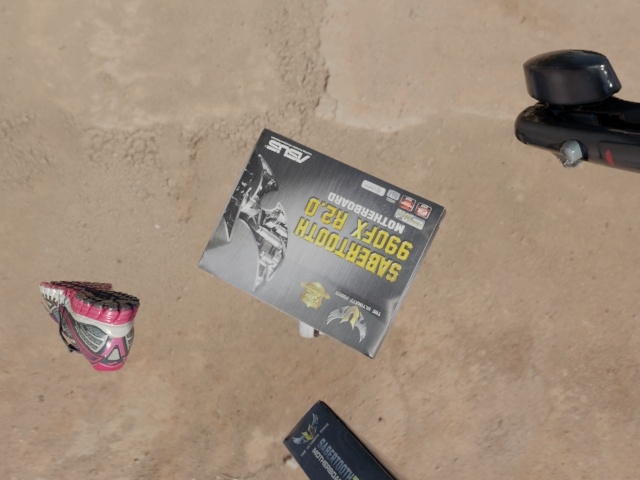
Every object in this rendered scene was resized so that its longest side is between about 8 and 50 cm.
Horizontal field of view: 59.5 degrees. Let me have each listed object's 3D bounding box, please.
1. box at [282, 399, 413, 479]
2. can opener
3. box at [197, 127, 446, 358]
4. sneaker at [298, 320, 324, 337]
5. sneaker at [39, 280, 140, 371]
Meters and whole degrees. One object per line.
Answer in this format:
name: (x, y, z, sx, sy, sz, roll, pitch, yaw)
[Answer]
box: (0.088, 0.264, 0.509, 0.059, 0.232, 0.183, -47, 31, -10)
can opener: (0.185, -0.065, 0.333, 0.059, 0.073, 0.186, -45, 33, 1)
box: (0.000, 0.000, 0.645, 0.231, 0.056, 0.183, 27, 89, 13)
sneaker: (0.065, 0.057, 1.321, 0.210, 0.137, 0.365, 5, 65, 2)
sneaker: (-0.404, 0.132, 0.949, 0.121, 0.299, 0.112, 5, 94, -36)
